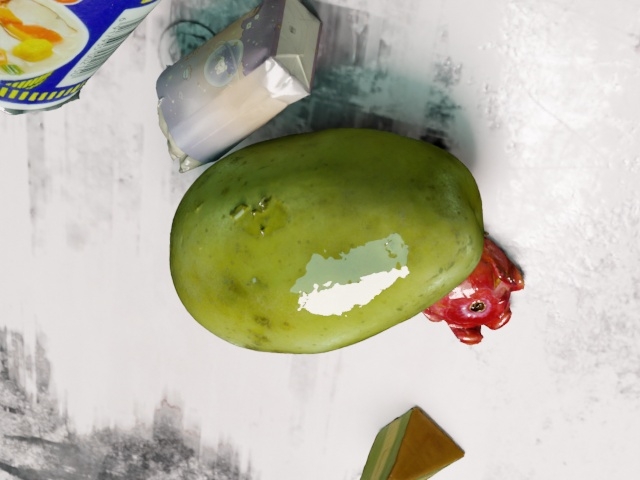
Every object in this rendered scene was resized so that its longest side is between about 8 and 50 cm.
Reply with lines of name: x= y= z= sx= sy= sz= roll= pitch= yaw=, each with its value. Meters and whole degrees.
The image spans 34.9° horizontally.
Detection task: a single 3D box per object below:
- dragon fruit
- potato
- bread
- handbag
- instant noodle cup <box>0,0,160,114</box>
dragon fruit: x=0.141 y=0.046 z=1.016 sx=0.112 sy=0.068 sz=0.126 roll=-14 pitch=114 yaw=26
potato: x=0.001 y=0.000 z=0.956 sx=0.304 sy=0.216 sz=0.215 roll=-7 pitch=116 yaw=15
bread: x=0.095 y=0.263 z=1.112 sx=0.084 sy=0.139 sz=0.074 roll=45 pitch=122 yaw=-8
handbag: x=-0.083 y=-0.147 z=0.955 sx=0.173 sy=0.117 sz=0.095 roll=-31 pitch=123 yaw=33
instant noodle cup: x=-0.223 y=-0.275 z=0.862 sx=0.284 sy=0.284 sz=0.312 roll=41 pitch=132 yaw=-6
